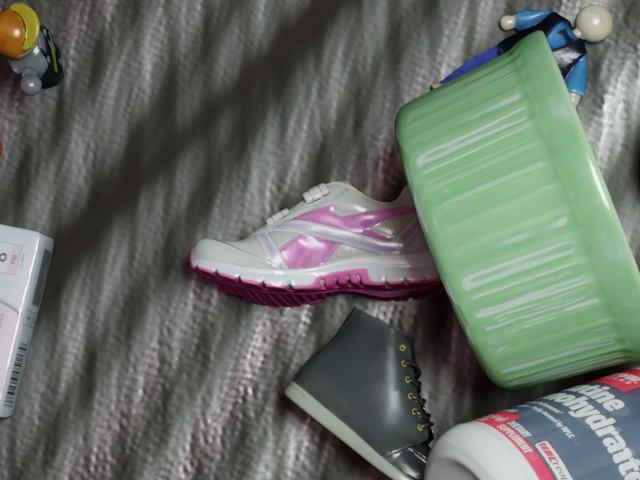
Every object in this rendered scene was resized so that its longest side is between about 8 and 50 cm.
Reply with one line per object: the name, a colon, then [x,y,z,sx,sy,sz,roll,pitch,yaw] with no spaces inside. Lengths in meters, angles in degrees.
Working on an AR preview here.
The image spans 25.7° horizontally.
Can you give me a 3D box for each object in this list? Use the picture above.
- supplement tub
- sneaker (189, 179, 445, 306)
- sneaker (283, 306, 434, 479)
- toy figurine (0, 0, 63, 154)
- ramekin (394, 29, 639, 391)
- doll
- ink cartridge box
supplement tub: [0.242,0.215,1.190,0.272,0.191,0.191,-15,77,-23]
sneaker: [0.000,0.000,1.352,0.252,0.103,0.111,-2,76,0]
sneaker: [0.084,0.161,1.315,0.222,0.083,0.118,36,86,13]
toy figurine: [-0.383,-0.174,1.398,0.213,0.148,0.209,36,86,12]
ramekin: [0.179,-0.016,1.231,0.148,0.303,0.303,-21,78,10]
doll: [0.206,-0.169,1.374,0.189,0.046,0.129,-33,69,-6]
ink cartridge box: [-0.400,0.065,1.409,0.232,0.066,0.189,11,82,5]
